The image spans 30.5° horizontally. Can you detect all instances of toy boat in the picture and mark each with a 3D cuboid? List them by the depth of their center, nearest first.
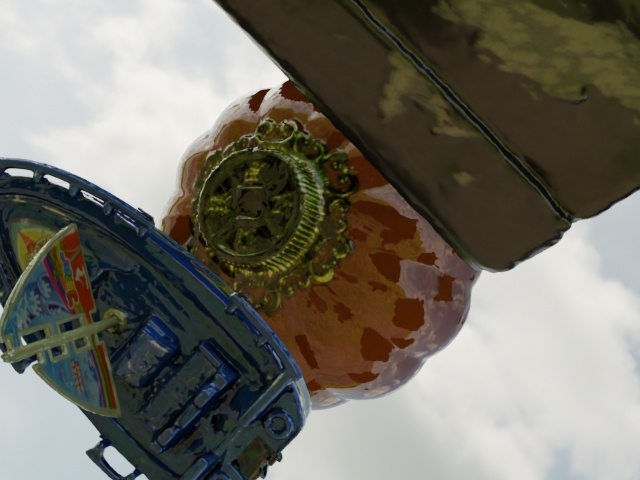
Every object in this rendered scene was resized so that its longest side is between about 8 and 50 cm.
[{"bbox_3d":[-0.085,0.028,0.431,0.175,0.110,0.091,45,-77,6],"label":"toy boat"}]

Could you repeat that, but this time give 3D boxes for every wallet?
[{"bbox_3d":[0.033,-0.130,0.543,0.321,0.044,0.170,46,-59,-10],"label":"wallet"}]

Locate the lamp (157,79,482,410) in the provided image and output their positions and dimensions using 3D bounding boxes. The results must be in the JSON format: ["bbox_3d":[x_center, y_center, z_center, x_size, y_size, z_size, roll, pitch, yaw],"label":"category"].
[{"bbox_3d":[0.000,0.000,0.767,0.223,0.196,0.223,-7,-106,25],"label":"lamp"}]
